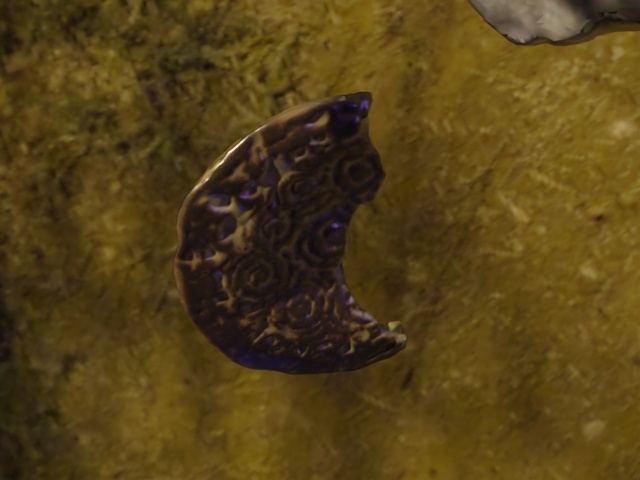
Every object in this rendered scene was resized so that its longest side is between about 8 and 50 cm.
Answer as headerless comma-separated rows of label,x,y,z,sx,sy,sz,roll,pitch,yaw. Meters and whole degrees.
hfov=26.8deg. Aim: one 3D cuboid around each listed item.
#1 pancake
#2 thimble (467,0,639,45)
pancake,0.000,0.000,0.795,0.190,0.184,0.020,-60,30,21
thimble,0.095,-0.193,0.432,0.217,0.157,0.245,-7,109,32
